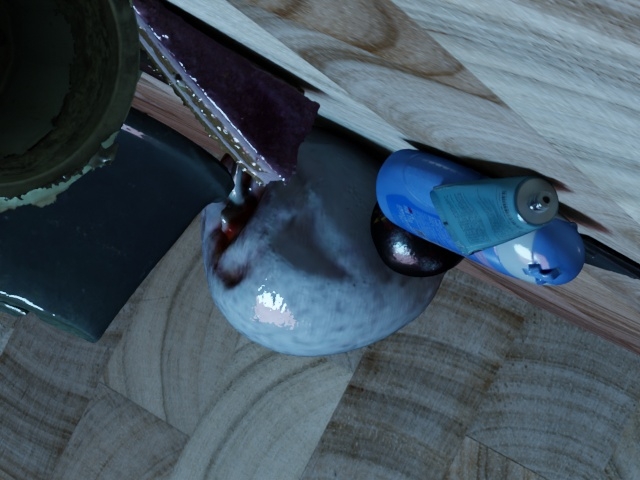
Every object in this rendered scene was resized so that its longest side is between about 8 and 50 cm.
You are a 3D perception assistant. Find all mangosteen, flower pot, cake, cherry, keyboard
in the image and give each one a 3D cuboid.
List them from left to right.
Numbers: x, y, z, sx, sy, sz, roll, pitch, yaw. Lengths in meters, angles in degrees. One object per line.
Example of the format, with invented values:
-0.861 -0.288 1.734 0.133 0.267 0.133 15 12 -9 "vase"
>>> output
-0.342 -0.182 1.555 0.290 0.290 0.259 28 175 -31 "flower pot"
-0.322 -0.038 1.954 0.379 0.251 0.379 23 170 4 "flower pot"
-0.116 -0.188 1.795 0.295 0.113 0.116 42 170 -25 "cake"
0.001 0.007 2.145 0.335 0.291 0.326 29 -154 -5 "cherry"
0.135 -0.026 1.990 0.137 0.137 0.151 28 145 -29 "mangosteen"
0.290 0.004 2.019 0.101 0.018 0.309 26 179 -17 "keyboard"

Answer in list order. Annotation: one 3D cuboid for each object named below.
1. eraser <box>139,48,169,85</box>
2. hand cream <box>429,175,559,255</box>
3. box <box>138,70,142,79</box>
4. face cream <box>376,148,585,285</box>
-0.198 -0.227 1.939 0.352 0.061 0.089 27 177 -2 "eraser"
0.174 -0.028 1.656 0.083 0.048 0.224 60 160 -7 "hand cream"
-0.255 -0.242 2.087 0.083 0.079 0.035 26 180 -8 "box"
0.177 -0.022 1.797 0.264 0.083 0.149 26 163 44 "face cream"
